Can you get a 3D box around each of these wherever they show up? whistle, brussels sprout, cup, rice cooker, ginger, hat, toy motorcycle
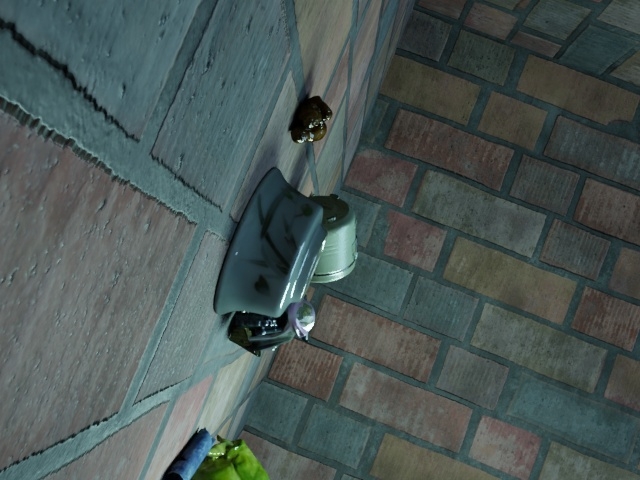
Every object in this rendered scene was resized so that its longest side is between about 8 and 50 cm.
[{"bbox_3d":[-0.343,0.580,1.606,0.304,0.062,0.062,-38,149,-84],"label":"whistle"},{"bbox_3d":[-0.307,0.814,1.909,0.276,0.315,0.371,-45,-173,11],"label":"brussels sprout"},{"bbox_3d":[-0.087,0.029,1.324,0.347,0.163,0.347,21,90,-86],"label":"cup"},{"bbox_3d":[0.000,0.000,1.776,0.226,0.226,0.244,-63,153,-58],"label":"rice cooker"},{"bbox_3d":[-0.013,-0.268,1.352,0.162,0.074,0.103,-58,168,-68],"label":"ginger"},{"bbox_3d":[-0.217,0.258,1.631,0.146,0.067,0.145,-20,90,-89],"label":"hat"},{"bbox_3d":[-0.102,0.201,1.519,0.327,0.188,0.143,71,12,-80],"label":"toy motorcycle"}]

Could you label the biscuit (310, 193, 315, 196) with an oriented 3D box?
[{"bbox_3d":[-0.058,-0.095,2.274,0.144,0.016,0.203,107,7,-60],"label":"biscuit"}]
